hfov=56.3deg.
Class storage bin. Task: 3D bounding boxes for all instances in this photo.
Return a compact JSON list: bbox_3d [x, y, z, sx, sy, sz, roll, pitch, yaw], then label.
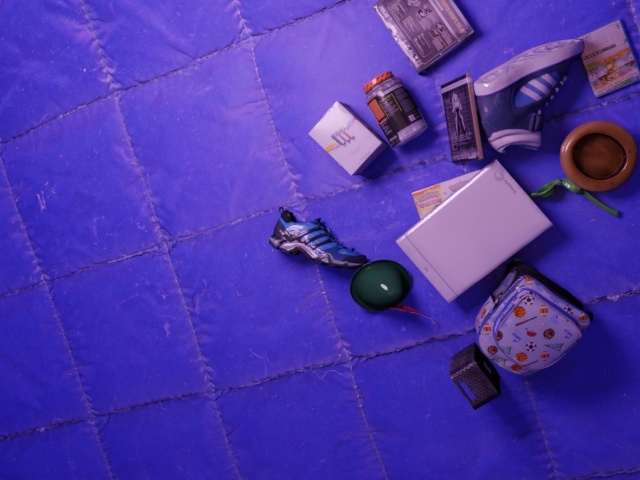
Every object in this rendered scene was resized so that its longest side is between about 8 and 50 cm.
[{"bbox_3d":[0.434,0.377,1.676,0.084,0.180,0.122,-38,87,17],"label":"storage bin"}]

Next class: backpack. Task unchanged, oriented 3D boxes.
[{"bbox_3d":[0.558,0.234,1.619,0.276,0.213,0.263,37,116,4],"label":"backpack"}]

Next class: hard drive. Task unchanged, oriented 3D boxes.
[{"bbox_3d":[0.417,-0.022,1.646,0.353,0.047,0.233,-41,89,17],"label":"hard drive"}]

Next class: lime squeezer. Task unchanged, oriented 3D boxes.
[{"bbox_3d":[0.642,-0.120,1.624,0.310,0.059,0.110,0,128,14],"label":"lime squeezer"}]

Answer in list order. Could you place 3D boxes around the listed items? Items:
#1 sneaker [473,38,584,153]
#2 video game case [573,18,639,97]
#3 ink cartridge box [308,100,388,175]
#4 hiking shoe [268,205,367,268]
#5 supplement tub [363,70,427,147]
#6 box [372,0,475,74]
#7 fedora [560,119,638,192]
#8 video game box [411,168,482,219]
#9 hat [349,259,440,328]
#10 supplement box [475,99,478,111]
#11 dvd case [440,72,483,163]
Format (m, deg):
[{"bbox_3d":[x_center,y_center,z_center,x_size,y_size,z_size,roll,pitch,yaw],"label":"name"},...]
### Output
[{"bbox_3d":[0.562,-0.363,1.569,0.322,0.130,0.236,-27,114,-8],"label":"sneaker"},{"bbox_3d":[0.747,-0.472,1.554,0.119,0.015,0.166,-22,92,16],"label":"video game case"},{"bbox_3d":[0.080,-0.290,1.700,0.176,0.128,0.127,46,107,6],"label":"ink cartridge box"},{"bbox_3d":[0.000,0.000,1.775,0.304,0.113,0.132,17,91,5],"label":"hiking shoe"},{"bbox_3d":[0.205,-0.365,1.662,0.117,0.117,0.190,-30,90,17],"label":"supplement tub"},{"bbox_3d":[0.281,-0.603,1.638,0.183,0.056,0.231,-35,88,16],"label":"box"},{"bbox_3d":[0.722,-0.221,1.565,0.194,0.079,0.194,2,101,9],"label":"fedora"},{"bbox_3d":[0.385,-0.082,1.693,0.205,0.048,0.187,-19,91,17],"label":"video game box"},{"bbox_3d":[0.194,0.166,1.685,0.208,0.183,0.173,-21,115,6],"label":"hat"},{"bbox_3d":[0.441,-0.352,1.642,0.098,0.036,0.062,8,100,12],"label":"supplement box"},{"bbox_3d":[0.378,-0.322,1.604,0.018,0.164,0.221,-12,96,-11],"label":"dvd case"}]
